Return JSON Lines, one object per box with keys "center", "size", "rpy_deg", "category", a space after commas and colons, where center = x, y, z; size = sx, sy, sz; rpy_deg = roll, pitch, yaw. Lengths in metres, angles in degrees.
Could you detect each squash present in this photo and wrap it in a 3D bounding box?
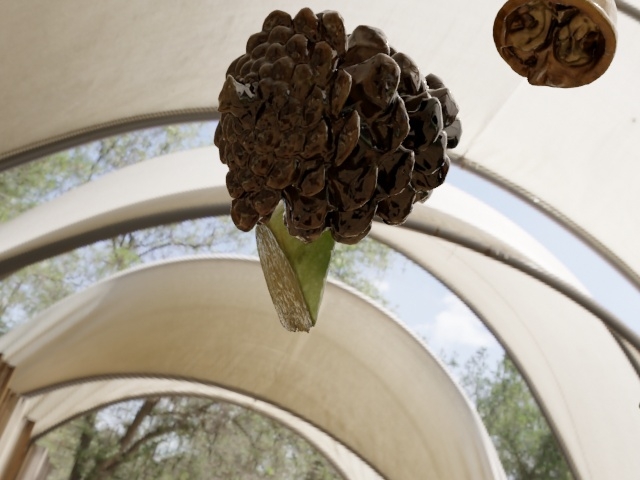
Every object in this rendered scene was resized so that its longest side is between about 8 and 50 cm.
{"center": [0.000, 0.000, 0.918], "size": [0.154, 0.204, 0.237], "rpy_deg": [-20, -2, -16], "category": "squash"}

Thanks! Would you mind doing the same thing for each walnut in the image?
{"center": [0.181, -0.165, 0.529], "size": [0.091, 0.052, 0.121], "rpy_deg": [25, -12, 11], "category": "walnut"}

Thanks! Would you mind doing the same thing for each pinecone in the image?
{"center": [0.015, -0.099, 0.693], "size": [0.224, 0.224, 0.272], "rpy_deg": [-8, -17, 42], "category": "pinecone"}

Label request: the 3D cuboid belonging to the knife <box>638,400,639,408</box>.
{"center": [0.283, 0.068, 0.496], "size": [0.014, 0.207, 0.030], "rpy_deg": [56, -33, 14], "category": "knife"}
